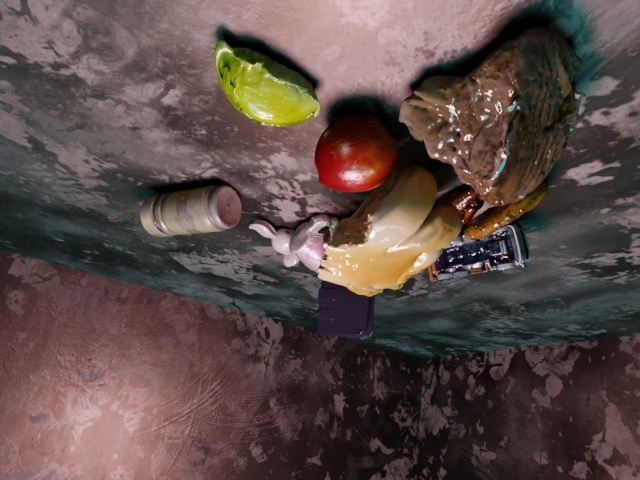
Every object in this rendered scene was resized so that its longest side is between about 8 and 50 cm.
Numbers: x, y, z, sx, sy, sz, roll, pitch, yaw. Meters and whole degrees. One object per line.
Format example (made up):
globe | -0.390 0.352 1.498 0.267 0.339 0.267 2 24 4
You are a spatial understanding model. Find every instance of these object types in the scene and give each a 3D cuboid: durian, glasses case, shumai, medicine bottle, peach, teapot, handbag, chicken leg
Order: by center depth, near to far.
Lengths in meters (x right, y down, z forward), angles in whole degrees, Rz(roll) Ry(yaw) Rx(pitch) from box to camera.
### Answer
shumai | 0.330 -0.249 0.934 0.283 0.217 0.345 39 149 46
durian | -0.118 -0.322 0.990 0.250 0.101 0.139 19 120 -23
peach | 0.075 -0.199 1.089 0.198 0.197 0.197 8 157 3
glasses case | 0.349 -0.188 1.188 0.103 0.070 0.194 -10 169 -36
chicken leg | 0.388 -0.086 1.306 0.096 0.158 0.407 42 131 8
medicine bottle | -0.432 -0.097 1.554 0.323 0.151 0.151 -4 154 28
teapot | -0.004 0.013 1.649 0.178 0.163 0.222 29 149 -31
handbag | 0.096 0.237 1.939 0.269 0.325 0.118 -1 162 28

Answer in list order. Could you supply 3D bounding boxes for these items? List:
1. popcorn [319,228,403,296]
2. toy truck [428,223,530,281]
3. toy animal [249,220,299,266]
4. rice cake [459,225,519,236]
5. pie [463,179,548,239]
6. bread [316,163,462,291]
popcorn | 0.160 0.032 1.528 0.316 0.281 0.297 18 114 3
toy truck | 0.498 0.042 1.463 0.162 0.136 0.306 -2 169 -45
toy animal | -0.153 -0.019 1.745 0.220 0.131 0.104 49 176 -21
rice cake | 0.556 -0.010 1.540 0.222 0.042 0.080 -7 147 38
pie | 0.489 -0.078 1.226 0.274 0.069 0.273 -32 168 -8
bread | 0.160 0.000 1.184 0.245 0.329 0.424 50 145 4
